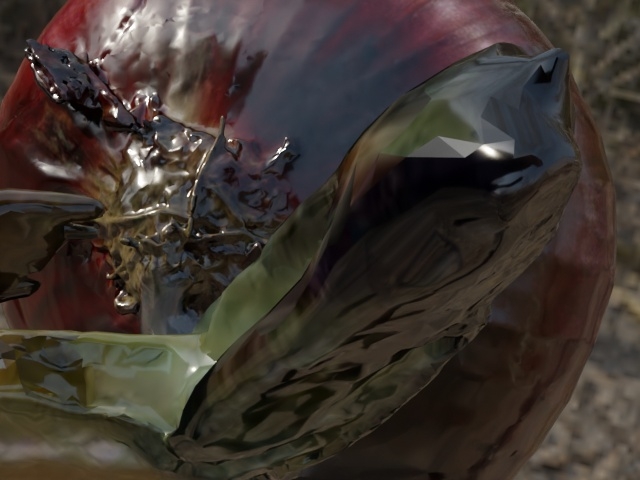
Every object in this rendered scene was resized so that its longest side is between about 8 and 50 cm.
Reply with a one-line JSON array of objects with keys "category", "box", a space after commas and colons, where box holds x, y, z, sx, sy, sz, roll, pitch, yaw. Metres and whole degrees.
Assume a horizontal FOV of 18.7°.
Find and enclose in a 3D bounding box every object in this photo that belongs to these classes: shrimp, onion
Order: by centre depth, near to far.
[{"category": "shrimp", "box": [-0.053, -0.038, 0.357, 0.272, 0.445, 0.085, 35, 45, -26]}, {"category": "onion", "box": [0.000, 0.000, 0.829, 0.273, 0.273, 0.285, 21, 1, 23]}]
